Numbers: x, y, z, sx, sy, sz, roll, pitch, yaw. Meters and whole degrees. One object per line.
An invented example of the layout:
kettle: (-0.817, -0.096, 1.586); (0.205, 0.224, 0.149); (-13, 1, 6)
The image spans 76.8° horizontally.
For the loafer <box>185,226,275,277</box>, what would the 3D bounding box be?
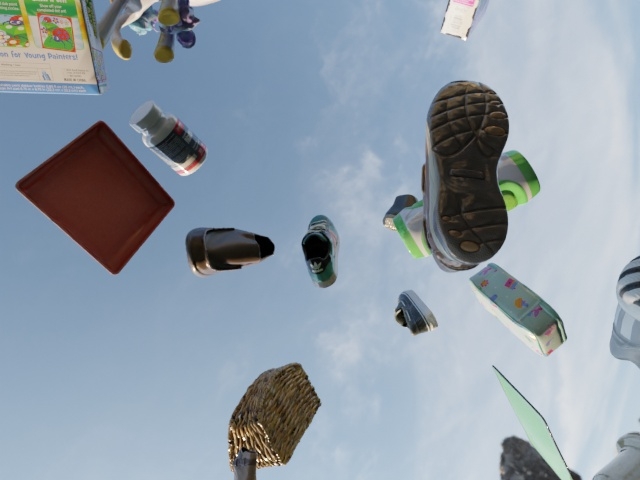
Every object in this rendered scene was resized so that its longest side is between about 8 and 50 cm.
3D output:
loafer: (-0.237, 0.014, 1.128); (0.366, 0.130, 0.134); (-13, -89, -72)

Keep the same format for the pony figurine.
pony figurine: (-0.365, -0.585, 0.908); (0.303, 0.350, 0.364); (53, -154, -65)

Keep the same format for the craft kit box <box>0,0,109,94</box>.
craft kit box: (-0.476, -0.353, 0.605); (0.249, 0.061, 0.247); (0, -59, -7)

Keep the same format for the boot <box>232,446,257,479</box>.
boot: (-0.152, 0.504, 0.870); (0.042, 0.118, 0.087); (23, -106, -44)

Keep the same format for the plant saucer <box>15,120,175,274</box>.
plant saucer: (-0.489, -0.095, 0.910); (0.258, 0.047, 0.259); (56, -143, -31)

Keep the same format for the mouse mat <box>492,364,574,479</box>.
mouse mat: (0.347, 0.307, 0.649); (0.007, 0.152, 0.190); (-30, -78, 3)

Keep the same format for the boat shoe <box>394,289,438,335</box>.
boat shoe: (0.344, 0.278, 1.584); (0.119, 0.335, 0.121); (-22, -85, -2)

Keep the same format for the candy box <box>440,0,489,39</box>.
candy box: (0.358, -0.598, 0.927); (0.165, 0.070, 0.196); (-55, -18, -32)

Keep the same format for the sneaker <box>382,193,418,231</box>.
sneaker: (0.311, -0.070, 1.222); (0.118, 0.222, 0.083); (-60, -19, -28)

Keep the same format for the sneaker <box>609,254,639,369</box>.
sneaker: (0.325, 0.082, 0.270); (0.086, 0.228, 0.132); (-53, -38, -36)

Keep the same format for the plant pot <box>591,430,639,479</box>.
plant pot: (0.277, 0.405, 0.352); (0.305, 0.334, 0.334); (-31, -60, 2)

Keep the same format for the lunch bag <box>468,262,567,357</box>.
lunch bag: (0.576, 0.200, 1.191); (0.108, 0.279, 0.224); (-43, -50, 5)

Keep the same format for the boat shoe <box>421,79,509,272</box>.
boat shoe: (0.203, -0.102, 0.607); (0.116, 0.123, 0.325); (93, -169, -64)

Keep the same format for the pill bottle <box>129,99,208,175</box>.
pill bottle: (-0.386, -0.261, 1.031); (0.108, 0.108, 0.180); (-57, -44, -13)

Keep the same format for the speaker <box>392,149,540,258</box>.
speaker: (0.315, -0.076, 0.896); (0.296, 0.131, 0.131); (-31, -56, 14)

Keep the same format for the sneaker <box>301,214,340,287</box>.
sneaker: (0.000, 0.000, 1.270); (0.108, 0.302, 0.121); (-13, -49, 8)

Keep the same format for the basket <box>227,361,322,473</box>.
basket: (-0.175, 0.539, 1.276); (0.214, 0.223, 0.299); (61, -152, -5)
